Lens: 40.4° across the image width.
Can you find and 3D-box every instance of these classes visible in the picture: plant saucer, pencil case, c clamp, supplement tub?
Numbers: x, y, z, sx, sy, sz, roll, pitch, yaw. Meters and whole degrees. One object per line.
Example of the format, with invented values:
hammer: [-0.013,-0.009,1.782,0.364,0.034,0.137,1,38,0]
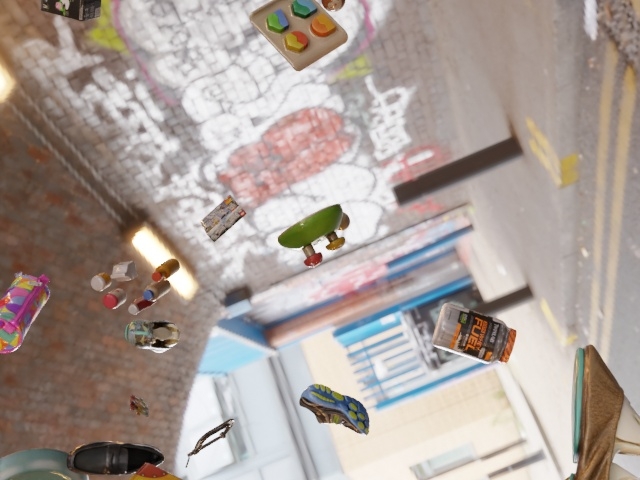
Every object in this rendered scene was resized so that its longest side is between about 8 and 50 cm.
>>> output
plant saucer: [-0.739,0.663,2.198,0.044,0.317,0.318,45,165,49]
pencil case: [-0.713,0.166,2.046,0.236,0.104,0.104,-89,-23,-63]
c clamp: [-0.313,0.566,2.471,0.022,0.160,0.137,44,138,24]
supplement tub: [0.383,0.236,2.166,0.117,0.190,0.117,17,-90,-84]

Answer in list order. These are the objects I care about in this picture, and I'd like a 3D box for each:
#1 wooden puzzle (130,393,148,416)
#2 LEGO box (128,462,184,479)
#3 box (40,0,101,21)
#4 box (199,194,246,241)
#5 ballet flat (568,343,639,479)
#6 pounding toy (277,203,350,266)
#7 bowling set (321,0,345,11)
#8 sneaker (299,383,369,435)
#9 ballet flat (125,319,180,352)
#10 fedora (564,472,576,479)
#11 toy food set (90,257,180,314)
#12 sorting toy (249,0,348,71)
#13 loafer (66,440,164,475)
wooden puzzle: [-0.410,0.375,1.973,0.049,0.006,0.083,39,-173,-20]
LEGO box: [-0.322,0.704,1.723,0.500,0.372,0.193,-39,-30,-68]
box: [-0.426,-0.412,1.488,0.062,0.083,0.052,-54,-21,-62]
box: [-0.214,-0.050,1.900,0.027,0.094,0.137,48,179,-19]
ballet flat: [0.387,0.309,1.173,0.116,0.124,0.342,71,-149,-56]
pounding toy: [0.000,0.000,2.197,0.110,0.183,0.237,61,-171,7]
bowling set: [-0.012,-0.603,1.868,0.200,0.287,0.154,53,-171,18]
sneaker: [0.034,0.388,1.981,0.188,0.078,0.067,31,-137,-17]
ballet flat: [-0.314,0.189,1.720,0.070,0.070,0.188,68,-166,10]
fedora: [0.446,0.476,1.417,0.079,0.194,0.194,-50,53,48]
toy food set: [-0.456,0.115,2.100,0.104,0.232,0.111,-44,-55,-71]
sorting toy: [-0.056,-0.571,2.318,0.208,0.193,0.038,50,158,10]
loafer: [-0.460,0.492,1.970,0.223,0.078,0.076,8,-102,-38]
